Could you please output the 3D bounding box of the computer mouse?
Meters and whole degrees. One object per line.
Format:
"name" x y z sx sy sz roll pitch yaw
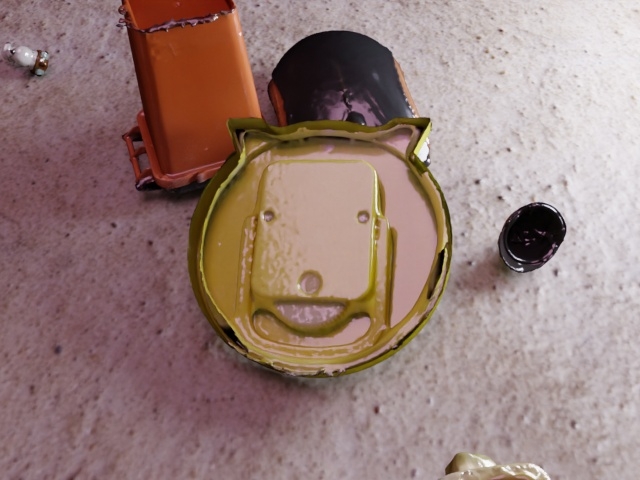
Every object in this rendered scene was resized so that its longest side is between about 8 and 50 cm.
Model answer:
"computer mouse" 0.028 -0.171 0.842 0.183 0.116 0.323 -13 52 -2

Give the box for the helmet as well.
"helmet" 0.230 -0.004 0.734 0.065 0.049 0.084 44 90 -3

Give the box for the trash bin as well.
"trash bin" -0.165 -0.186 0.780 0.184 0.239 0.161 -18 52 -10

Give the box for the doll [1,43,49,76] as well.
"doll" -0.453 -0.279 1.002 0.085 0.058 0.040 17 88 52

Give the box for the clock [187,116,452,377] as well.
"clock" 0.000 0.003 0.698 0.277 0.071 0.293 7 71 12

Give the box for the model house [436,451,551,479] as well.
"model house" 0.130 0.274 0.421 0.174 0.193 0.234 -3 48 1
